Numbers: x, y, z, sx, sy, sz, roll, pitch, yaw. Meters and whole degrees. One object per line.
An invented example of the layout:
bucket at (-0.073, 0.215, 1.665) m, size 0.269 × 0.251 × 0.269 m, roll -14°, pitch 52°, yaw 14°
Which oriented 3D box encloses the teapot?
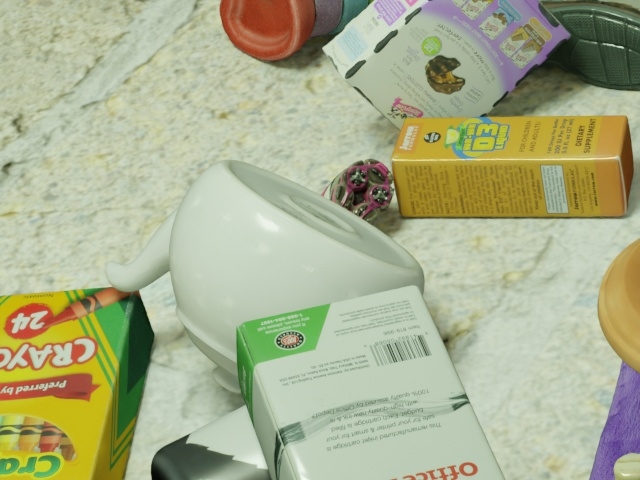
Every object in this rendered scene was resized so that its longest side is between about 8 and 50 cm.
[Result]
teapot at (-0.037, 0.058, 1.774) m, size 0.187 × 0.252 × 0.256 m, roll -62°, pitch 24°, yaw 9°

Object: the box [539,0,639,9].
box at (0.331, -0.371, 2.214) m, size 0.149 × 0.127 × 0.232 m, roll 6°, pitch 44°, yaw 23°

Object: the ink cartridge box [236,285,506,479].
ink cartridge box at (0.035, 0.149, 1.482) m, size 0.153 × 0.087 × 0.208 m, roll -11°, pitch 48°, yaw -12°

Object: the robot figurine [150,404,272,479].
robot figurine at (-0.032, 0.211, 1.602) m, size 0.278 × 0.173 × 0.209 m, roll -25°, pitch 56°, yaw -15°

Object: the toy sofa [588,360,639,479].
toy sofa at (0.315, 0.115, 1.634) m, size 0.177 × 0.150 × 0.362 m, roll 5°, pitch 44°, yaw 20°

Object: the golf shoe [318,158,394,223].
golf shoe at (0.000, 0.000, 1.941) m, size 0.186 × 0.067 × 0.086 m, roll -47°, pitch 7°, yaw -19°

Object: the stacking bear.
stacking bear at (0.038, -0.333, 2.243) m, size 0.289 × 0.175 × 0.164 m, roll -28°, pitch 39°, yaw -27°

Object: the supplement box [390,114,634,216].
supplement box at (0.192, -0.074, 1.948) m, size 0.233 × 0.080 × 0.078 m, roll -2°, pitch 39°, yaw 18°

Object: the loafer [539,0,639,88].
loafer at (0.274, -0.228, 2.094) m, size 0.267 × 0.096 × 0.084 m, roll 9°, pitch 39°, yaw 28°

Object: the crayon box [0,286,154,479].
crayon box at (-0.278, 0.179, 1.788) m, size 0.202 × 0.081 × 0.318 m, roll -5°, pitch 41°, yaw 10°

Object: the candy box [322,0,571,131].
candy box at (0.129, -0.203, 1.995) m, size 0.196 × 0.165 × 0.070 m, roll -43°, pitch 40°, yaw 9°

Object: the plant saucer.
plant saucer at (0.324, 0.043, 1.569) m, size 0.200 × 0.037 × 0.200 m, roll -5°, pitch 42°, yaw 4°
